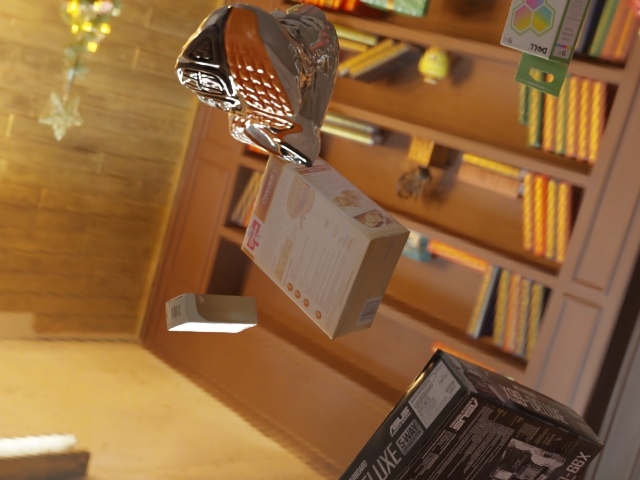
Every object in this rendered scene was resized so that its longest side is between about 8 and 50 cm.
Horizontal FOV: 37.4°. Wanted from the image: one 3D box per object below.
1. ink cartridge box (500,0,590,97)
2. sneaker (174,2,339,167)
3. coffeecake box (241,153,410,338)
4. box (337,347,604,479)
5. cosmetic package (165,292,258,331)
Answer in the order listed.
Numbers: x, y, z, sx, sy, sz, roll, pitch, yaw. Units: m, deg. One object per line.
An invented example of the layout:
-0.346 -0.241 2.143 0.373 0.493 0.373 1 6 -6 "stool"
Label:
0.358 -0.347 1.514 0.062 0.209 0.109 1 -158 -37 "ink cartridge box"
-0.038 -0.150 0.760 0.099 0.121 0.262 21 174 7 "sneaker"
0.000 0.000 1.115 0.068 0.142 0.185 -11 -138 -42 "coffeecake box"
0.143 0.294 1.081 0.242 0.307 0.076 25 -163 -34 "box"
-0.151 0.101 1.311 0.115 0.041 0.060 6 159 -39 "cosmetic package"
